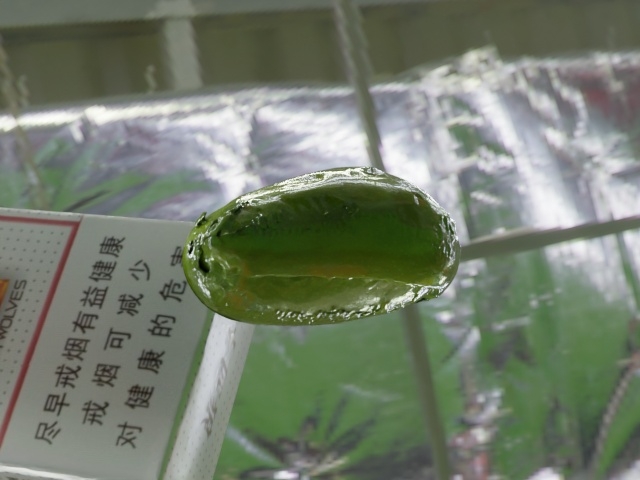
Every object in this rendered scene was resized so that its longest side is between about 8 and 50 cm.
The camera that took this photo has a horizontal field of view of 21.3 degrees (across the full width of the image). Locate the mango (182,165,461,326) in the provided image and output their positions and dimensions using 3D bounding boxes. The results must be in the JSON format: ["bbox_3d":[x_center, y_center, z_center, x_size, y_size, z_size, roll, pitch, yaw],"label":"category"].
[{"bbox_3d":[0.000,0.000,0.852,0.165,0.091,0.074,5,-121,-41],"label":"mango"}]

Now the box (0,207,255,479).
[{"bbox_3d":[-0.225,0.083,1.232,0.095,0.330,0.210,69,-149,-55],"label":"box"}]
